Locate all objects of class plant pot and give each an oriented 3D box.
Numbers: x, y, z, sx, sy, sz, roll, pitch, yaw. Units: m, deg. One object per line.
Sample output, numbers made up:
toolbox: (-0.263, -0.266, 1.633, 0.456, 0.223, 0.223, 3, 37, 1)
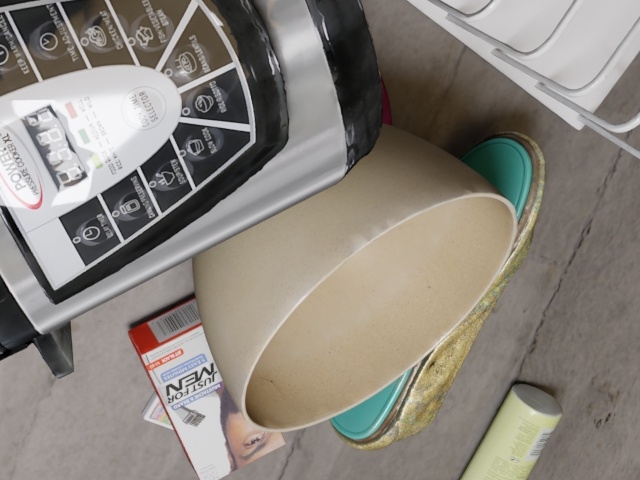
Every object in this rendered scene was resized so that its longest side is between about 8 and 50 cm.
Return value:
plant pot: (0.000, 0.000, 1.154, 0.284, 0.191, 0.284, -30, 152, -18)

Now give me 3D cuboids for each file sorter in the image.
file sorter: (0.236, -0.218, 1.186, 0.277, 0.173, 0.193, 31, 99, -32)

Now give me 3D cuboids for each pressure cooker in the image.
pressure cooker: (-0.210, -0.120, 0.922, 0.420, 0.370, 0.375, -27, 161, -9)

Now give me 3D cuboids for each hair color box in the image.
hair color box: (-0.105, 0.140, 1.266, 0.093, 0.053, 0.167, -27, 123, -11)

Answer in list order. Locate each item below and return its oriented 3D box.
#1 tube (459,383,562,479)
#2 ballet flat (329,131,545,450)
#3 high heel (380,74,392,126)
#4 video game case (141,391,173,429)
tube: (0.184, 0.269, 1.476, 0.070, 0.062, 0.240, 28, 111, 12)
ballet flat: (0.125, 0.053, 1.316, 0.123, 0.123, 0.349, 22, 103, -31)
high heel: (0.018, -0.154, 1.151, 0.082, 0.117, 0.244, -30, 123, -9)
video game case: (-0.102, 0.156, 1.314, 0.122, 0.011, 0.087, 26, 102, -32)
